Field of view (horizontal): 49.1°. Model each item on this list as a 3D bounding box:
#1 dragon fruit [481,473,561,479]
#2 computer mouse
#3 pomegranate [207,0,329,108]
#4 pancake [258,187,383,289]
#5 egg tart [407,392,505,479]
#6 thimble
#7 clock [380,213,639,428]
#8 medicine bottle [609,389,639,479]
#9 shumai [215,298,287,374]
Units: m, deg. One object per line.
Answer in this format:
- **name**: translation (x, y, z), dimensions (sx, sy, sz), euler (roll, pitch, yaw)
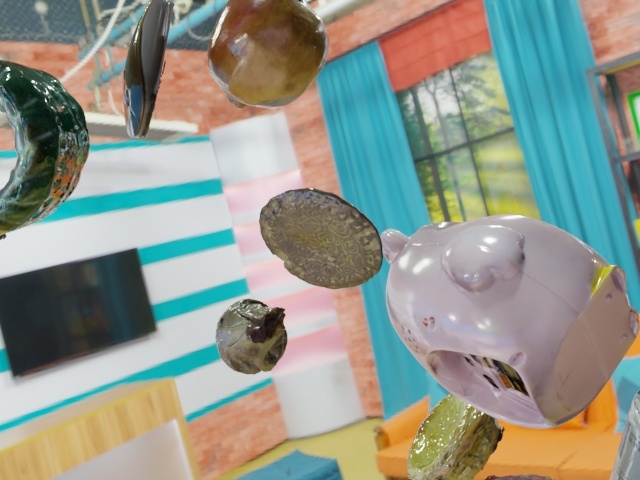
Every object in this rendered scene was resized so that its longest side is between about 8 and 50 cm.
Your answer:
- **dragon fruit**: translation (0.306, 0.455, 1.071), dimensions (0.126, 0.161, 0.274), euler (-15, -7, -31)
- **computer mouse**: translation (-0.337, -0.339, 1.344), dimensions (0.072, 0.310, 0.158), euler (12, -37, -18)
- **pomegranate**: translation (-0.116, -0.378, 1.425), dimensions (0.270, 0.229, 0.252), euler (-49, 22, 27)
- **pancake**: translation (-0.001, 0.001, 1.047), dimensions (0.199, 0.199, 0.021), euler (-15, 31, 36)
- **egg tart**: translation (0.323, 0.461, 1.632), dimensions (0.315, 0.120, 0.315), euler (-54, 2, 3)
- **thimble**: translation (-0.501, -0.133, 1.061), dimensions (0.288, 0.254, 0.167), euler (-61, -1, 13)
- **clock**: translation (0.268, 0.124, 1.127), dimensions (0.376, 0.368, 0.250), euler (19, 64, 47)
- **medicine bottle**: translation (0.635, 0.452, 1.283), dimensions (0.190, 0.332, 0.190), euler (3, 23, -1)
- **shumai**: translation (-0.167, 0.245, 1.784), dimensions (0.201, 0.201, 0.120), euler (-15, -4, -14)
